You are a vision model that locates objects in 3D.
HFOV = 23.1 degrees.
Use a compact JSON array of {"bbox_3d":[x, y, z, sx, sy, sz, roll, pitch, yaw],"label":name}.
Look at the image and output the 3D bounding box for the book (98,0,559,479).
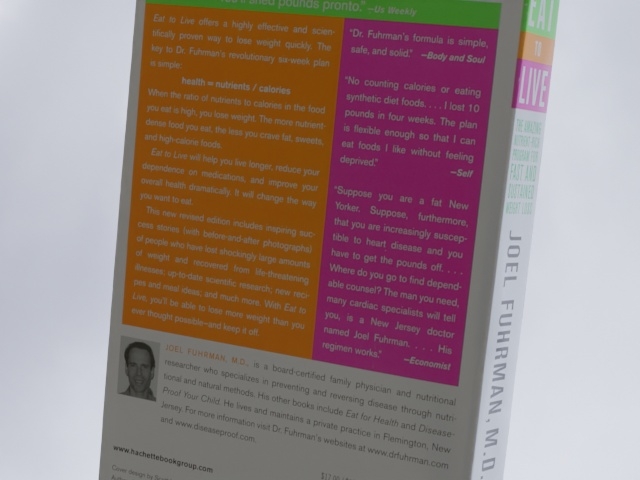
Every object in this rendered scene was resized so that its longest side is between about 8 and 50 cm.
[{"bbox_3d":[0.000,0.000,0.353,0.096,0.035,0.144,10,-85,30],"label":"book"}]
